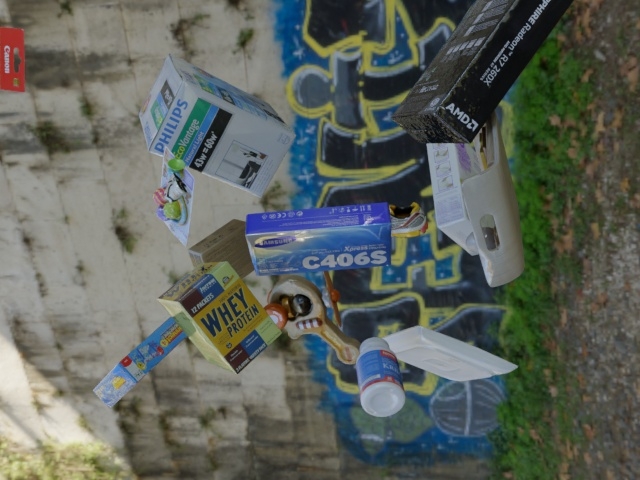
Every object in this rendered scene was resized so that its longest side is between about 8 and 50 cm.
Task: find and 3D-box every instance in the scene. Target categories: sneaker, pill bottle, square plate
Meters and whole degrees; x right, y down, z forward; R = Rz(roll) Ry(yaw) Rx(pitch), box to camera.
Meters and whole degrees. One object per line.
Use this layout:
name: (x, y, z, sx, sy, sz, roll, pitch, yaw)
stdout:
sneaker: (0.174, -0.057, 1.669, 0.088, 0.225, 0.092, -84, -21, -53)
pill bottle: (0.165, 0.379, 1.739, 0.221, 0.124, 0.124, -96, -1, -59)
square plate: (0.384, 0.373, 1.947, 0.344, 0.347, 0.049, 137, 154, -66)
sneaker: (-0.298, -0.106, 1.240, 0.040, 0.044, 0.109, 46, -177, -20)

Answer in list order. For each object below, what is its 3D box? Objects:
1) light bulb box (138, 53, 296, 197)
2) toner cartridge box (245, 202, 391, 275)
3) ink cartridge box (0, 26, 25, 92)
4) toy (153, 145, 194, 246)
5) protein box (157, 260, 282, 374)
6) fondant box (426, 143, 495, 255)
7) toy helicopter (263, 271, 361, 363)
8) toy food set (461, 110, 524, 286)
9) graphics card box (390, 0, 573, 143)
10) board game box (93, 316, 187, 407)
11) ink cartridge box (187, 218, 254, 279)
light bulb box: (-0.319, -0.347, 1.833, 0.225, 0.361, 0.358, -59, 31, 15)
toner cartridge box: (0.000, 0.000, 1.517, 0.165, 0.348, 0.075, 82, -176, -48)
ink cartridge box: (-0.761, -0.413, 1.380, 0.045, 0.179, 0.145, -49, -34, -73)
toy: (-0.379, -0.101, 1.531, 0.056, 0.137, 0.237, -21, -34, -39)
protein box: (-0.228, 0.166, 1.363, 0.201, 0.136, 0.200, 55, 156, -15)
fondant box: (0.434, -0.150, 1.878, 0.238, 0.096, 0.330, 31, -133, -46)
toy helicopter: (0.006, 0.238, 1.863, 0.355, 0.235, 0.140, 43, -159, -11)
toy food set: (0.295, -0.094, 1.105, 0.306, 0.093, 0.219, -72, -35, -52)
graphics card box: (0.299, -0.347, 1.114, 0.371, 0.094, 0.233, -53, 16, -1)
board game box: (-0.585, 0.392, 2.057, 0.302, 0.086, 0.308, -45, 3, -43)
ink cartridge box: (-0.343, 0.062, 2.211, 0.235, 0.088, 0.193, -38, -52, -37)
